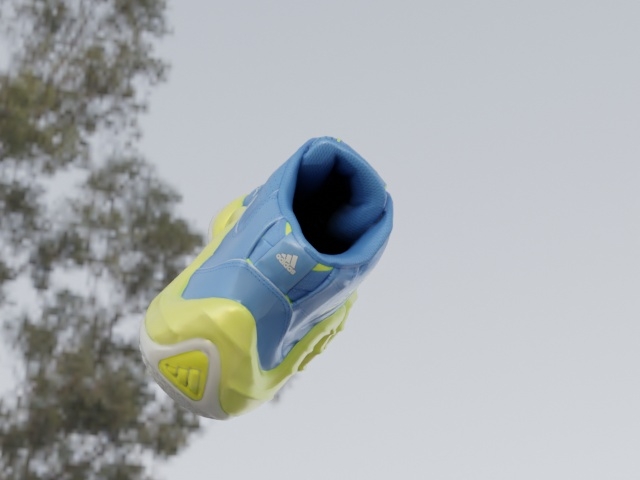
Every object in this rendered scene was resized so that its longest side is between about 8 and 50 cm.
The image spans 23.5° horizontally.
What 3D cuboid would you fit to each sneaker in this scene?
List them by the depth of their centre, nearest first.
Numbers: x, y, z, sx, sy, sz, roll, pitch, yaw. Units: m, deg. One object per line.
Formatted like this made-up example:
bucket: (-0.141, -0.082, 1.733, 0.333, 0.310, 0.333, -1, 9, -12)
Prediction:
sneaker: (0.000, 0.000, 0.765, 0.091, 0.240, 0.126, 42, -66, -6)
